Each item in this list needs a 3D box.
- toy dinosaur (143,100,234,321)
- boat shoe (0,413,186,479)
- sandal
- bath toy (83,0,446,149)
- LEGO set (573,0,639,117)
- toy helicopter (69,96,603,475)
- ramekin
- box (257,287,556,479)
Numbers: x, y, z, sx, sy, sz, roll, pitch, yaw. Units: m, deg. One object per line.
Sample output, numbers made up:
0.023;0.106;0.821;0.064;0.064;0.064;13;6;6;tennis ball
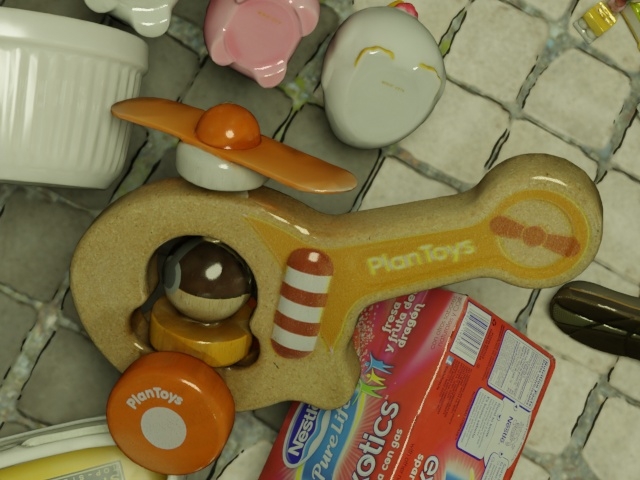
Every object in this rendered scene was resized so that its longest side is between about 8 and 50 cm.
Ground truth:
-0.085;-0.002;0.900;0.112;0.064;0.211;12;71;12;toy dinosaur
-0.264;0.213;0.782;0.367;0.156;0.135;-15;84;-11;boat shoe
0.294;0.076;0.939;0.219;0.090;0.060;21;57;2;sandal
-0.055;-0.197;0.852;0.348;0.129;0.151;28;112;-23;bath toy
0.226;-0.233;0.949;0.287;0.107;0.132;40;78;-2;LEGO set
0.000;0.000;0.745;0.355;0.140;0.234;-13;109;17;toy helicopter
-0.229;-0.095;0.813;0.207;0.207;0.109;5;90;-8;ramekin
0.050;0.166;0.834;0.128;0.123;0.256;33;76;-40;box
